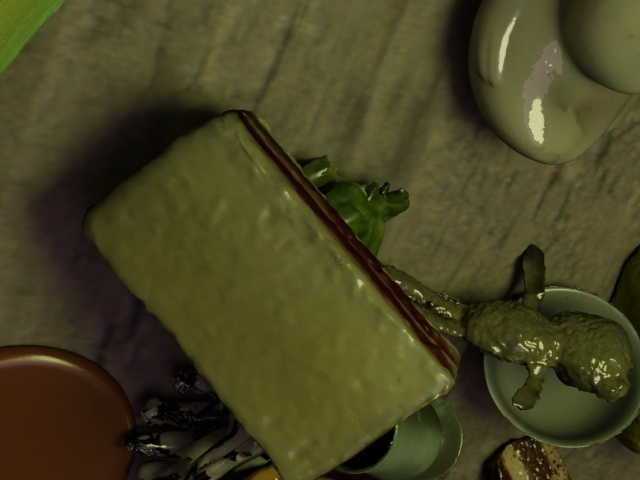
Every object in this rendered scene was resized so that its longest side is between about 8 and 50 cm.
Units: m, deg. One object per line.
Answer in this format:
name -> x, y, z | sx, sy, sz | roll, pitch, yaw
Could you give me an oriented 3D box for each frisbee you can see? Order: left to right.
frisbee -> -0.307, 0.218, 1.128 | 0.251, 0.021, 0.250 | -9, 115, -20

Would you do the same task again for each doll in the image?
doll -> 0.198, 0.104, 1.206 | 0.286, 0.202, 0.091 | -1, 131, -28
doll -> 0.267, -0.187, 1.086 | 0.221, 0.221, 0.251 | 20, 104, -30

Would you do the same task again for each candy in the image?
candy -> -0.041, 0.048, 1.009 | 0.179, 0.135, 0.320 | -40, 88, 11

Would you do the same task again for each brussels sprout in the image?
brussels sprout -> 0.001, 0.002, 1.125 | 0.181, 0.100, 0.139 | -50, 135, -10

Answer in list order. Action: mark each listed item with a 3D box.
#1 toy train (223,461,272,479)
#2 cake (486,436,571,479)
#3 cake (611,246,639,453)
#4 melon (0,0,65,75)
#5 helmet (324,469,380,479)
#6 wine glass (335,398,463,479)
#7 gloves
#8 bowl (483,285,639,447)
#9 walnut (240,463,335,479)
toy train -> -0.080, 0.251, 1.223 | 0.038, 0.056, 0.093 | -4, 116, -39
cake -> 0.272, 0.365, 1.445 | 0.112, 0.135, 0.246 | -28, 93, -24
cake -> 0.444, 0.138, 1.356 | 0.179, 0.156, 0.260 | 5, 113, -19
melon -> -0.332, -0.213, 0.810 | 0.331, 0.226, 0.343 | 21, 117, -43
helmet -> 0.035, 0.313, 1.260 | 0.175, 0.106, 0.155 | -29, 86, 26
wine glass -> 0.073, 0.202, 1.178 | 0.103, 0.103, 0.231 | -52, 154, 5
gloves -> -0.094, 0.188, 1.149 | 0.212, 0.127, 0.111 | -37, 150, 16
bowl -> 0.277, 0.154, 1.304 | 0.189, 0.189, 0.086 | -27, 163, -11
walnut -> -0.044, 0.305, 1.127 | 0.207, 0.159, 0.159 | -19, 125, -50
